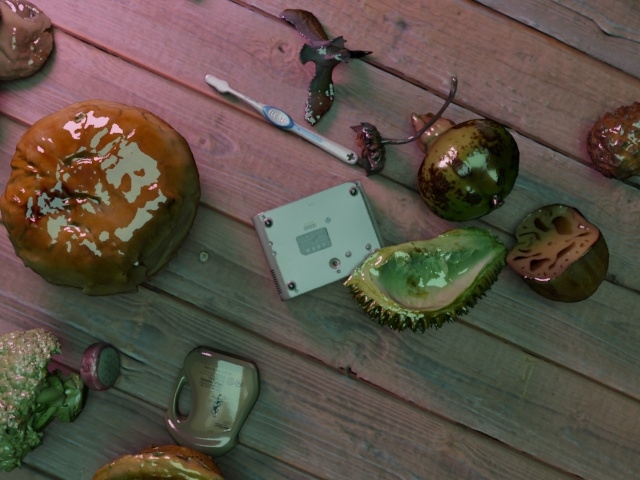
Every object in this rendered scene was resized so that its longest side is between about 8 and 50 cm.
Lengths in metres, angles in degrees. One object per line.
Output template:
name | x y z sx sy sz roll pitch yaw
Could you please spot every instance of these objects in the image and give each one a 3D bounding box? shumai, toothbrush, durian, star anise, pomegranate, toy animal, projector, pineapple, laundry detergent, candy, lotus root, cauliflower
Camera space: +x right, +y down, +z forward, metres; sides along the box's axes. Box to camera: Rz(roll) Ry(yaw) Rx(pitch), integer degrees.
shumai | -0.682 -0.448 1.580 0.202 0.120 0.201 0 84 -2
toothbrush | -0.085 -0.269 1.643 0.386 0.040 0.040 28 86 -2
durian | 0.241 0.089 1.590 0.395 0.163 0.198 -20 80 -15
star anise | 0.182 -0.248 1.590 0.228 0.218 0.148 -13 51 2
pomegranate | 0.294 -0.178 1.577 0.222 0.204 0.276 -33 89 -3
toy animal | 0.028 -0.395 1.613 0.197 0.160 0.272 -8 95 -5
projector | 0.000 0.000 1.600 0.251 0.108 0.198 -19 89 -4
pineapple | 0.769 -0.255 1.628 0.361 0.175 0.175 -24 89 -3
laundry detergent | -0.236 0.364 1.578 0.181 0.091 0.253 17 87 -2
candy | -0.467 0.267 1.565 0.043 0.103 0.103 -4 87 17
lotus root | 0.523 0.046 1.612 0.188 0.199 0.180 -39 129 6
cauliflower | -0.593 0.330 1.512 0.250 0.275 0.272 7 67 -35

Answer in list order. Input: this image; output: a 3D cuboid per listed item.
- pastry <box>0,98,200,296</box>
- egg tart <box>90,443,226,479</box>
pastry | -0.438 -0.086 1.512 0.410 0.245 0.409 0 87 0
egg tart | -0.302 0.520 1.509 0.342 0.132 0.341 7 125 10
